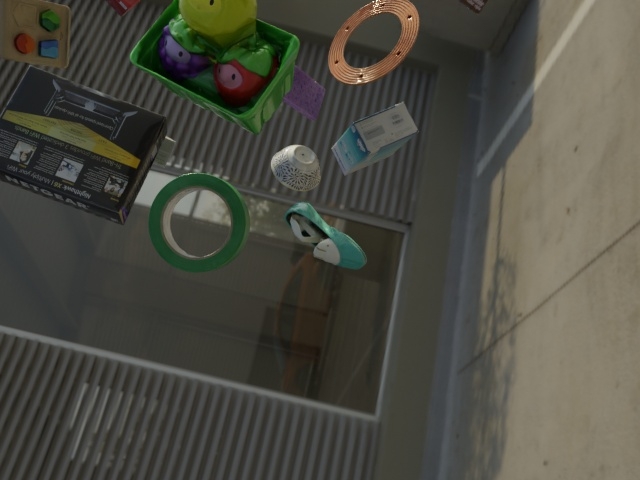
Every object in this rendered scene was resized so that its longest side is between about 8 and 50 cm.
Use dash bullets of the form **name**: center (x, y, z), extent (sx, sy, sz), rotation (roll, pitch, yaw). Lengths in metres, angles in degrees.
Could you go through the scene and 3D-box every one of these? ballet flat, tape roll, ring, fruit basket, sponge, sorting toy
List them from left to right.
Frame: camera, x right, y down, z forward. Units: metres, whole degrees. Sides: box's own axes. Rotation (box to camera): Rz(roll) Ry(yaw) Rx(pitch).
- **sorting toy**: center (-0.954, -0.751, 2.157), extent (0.229, 0.041, 0.308), rotation (-3, -76, -44)
- **tape roll**: center (-0.393, -0.056, 2.085), extent (0.077, 0.321, 0.322), rotation (9, -85, -84)
- **fruit basket**: center (-0.244, -0.468, 1.488), extent (0.283, 0.392, 0.392), rotation (-57, -3, -14)
- **sponge**: center (-0.066, -0.489, 2.105), extent (0.210, 0.031, 0.117), rotation (24, -100, -51)
- **ballet flat**: center (0.000, 0.000, 1.531), extent (0.087, 0.247, 0.083), rotation (-26, -36, -33)
- **ring**: center (0.173, -0.645, 2.092), extent (0.032, 0.336, 0.337), rotation (37, -120, -48)

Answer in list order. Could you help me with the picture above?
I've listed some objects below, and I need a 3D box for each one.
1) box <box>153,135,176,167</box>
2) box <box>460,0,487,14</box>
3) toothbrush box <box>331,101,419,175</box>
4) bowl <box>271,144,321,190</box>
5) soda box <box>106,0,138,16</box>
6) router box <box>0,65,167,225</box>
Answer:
- **box**: center (-0.624, -0.353, 2.304), extent (0.203, 0.114, 0.103), rotation (33, 99, 47)
- **box**: center (0.335, -0.658, 1.446), extent (0.293, 0.057, 0.201), rotation (7, -54, -49)
- **toothbrush box**: center (0.193, -0.366, 2.347), extent (0.126, 0.216, 0.295), rotation (64, 164, 4)
- **bowl**: center (-0.065, -0.247, 2.032), extent (0.080, 0.170, 0.170), rotation (123, 164, -50)
- **soda box**: center (-0.682, -0.845, 2.015), extent (0.083, 0.263, 0.092), rotation (-3, 46, 56)
- **router box**: center (-0.514, -0.201, 1.354), extent (0.081, 0.308, 0.243), rotation (119, 171, -69)
